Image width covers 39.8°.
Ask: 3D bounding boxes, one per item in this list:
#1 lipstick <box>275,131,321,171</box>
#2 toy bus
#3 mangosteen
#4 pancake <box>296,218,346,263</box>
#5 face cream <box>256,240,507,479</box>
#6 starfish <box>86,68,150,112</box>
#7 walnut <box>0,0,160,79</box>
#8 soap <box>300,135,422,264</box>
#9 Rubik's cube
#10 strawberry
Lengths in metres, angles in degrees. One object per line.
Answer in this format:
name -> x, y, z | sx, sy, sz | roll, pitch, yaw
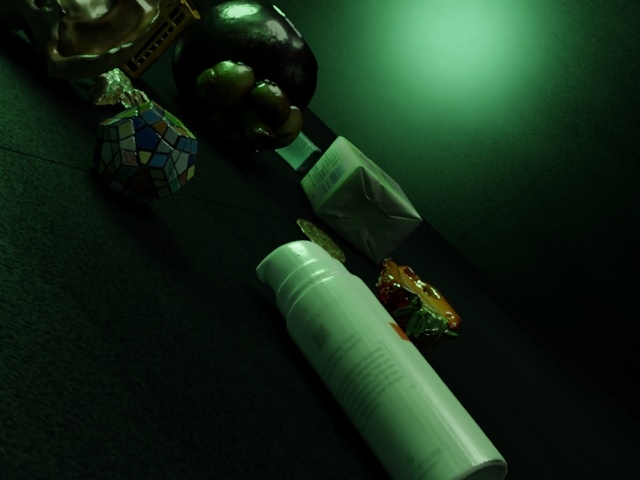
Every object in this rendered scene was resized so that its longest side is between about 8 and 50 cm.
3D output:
lipstick -> -0.137, -0.284, 1.958 | 0.317, 0.068, 0.066 | 44, 11, 7
toy bus -> -0.262, -0.357, 1.439 | 0.088, 0.194, 0.083 | 44, 11, -10
mangosteen -> -0.122, -0.284, 1.567 | 0.287, 0.233, 0.287 | 54, -8, 12
pancake -> 0.001, -0.001, 1.488 | 0.115, 0.011, 0.115 | 41, 10, -9
face cream -> 0.048, 0.127, 0.908 | 0.102, 0.102, 0.345 | 30, 18, -51
starfish -> -0.278, -0.200, 1.202 | 0.150, 0.053, 0.209 | 51, 0, -31
walnut -> -0.315, -0.312, 1.100 | 0.238, 0.204, 0.141 | 49, -22, -8
soap -> 0.078, -0.080, 1.744 | 0.182, 0.138, 0.199 | 37, 12, -22
Rubik's cube -> -0.185, -0.093, 0.934 | 0.093, 0.111, 0.111 | -7, 45, -40
strawberry -> 0.138, 0.106, 1.373 | 0.192, 0.085, 0.140 | 42, 17, 26
